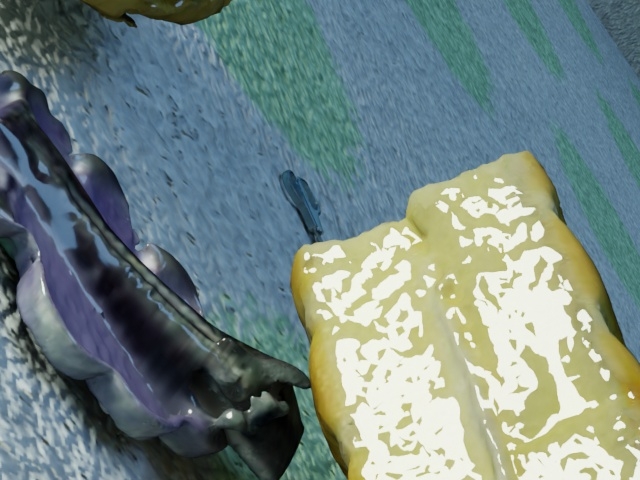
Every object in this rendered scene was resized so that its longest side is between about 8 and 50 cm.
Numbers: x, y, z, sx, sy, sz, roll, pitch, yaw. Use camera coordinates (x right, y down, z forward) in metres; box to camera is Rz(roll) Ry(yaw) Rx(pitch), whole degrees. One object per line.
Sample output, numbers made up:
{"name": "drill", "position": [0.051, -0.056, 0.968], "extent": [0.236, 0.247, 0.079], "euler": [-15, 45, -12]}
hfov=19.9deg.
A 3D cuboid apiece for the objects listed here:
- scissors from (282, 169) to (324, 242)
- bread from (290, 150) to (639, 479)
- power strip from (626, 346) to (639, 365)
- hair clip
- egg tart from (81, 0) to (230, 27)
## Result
{"name": "scissors", "position": [0.000, 0.000, 0.940], "extent": [0.036, 0.006, 0.083], "euler": [36, 28, -60]}
{"name": "bread", "position": [0.089, 0.140, 0.638], "extent": [0.246, 0.111, 0.239], "euler": [64, 7, -50]}
{"name": "power strip", "position": [0.157, 0.126, 1.099], "extent": [0.193, 0.059, 0.265], "euler": [46, 24, -32]}
{"name": "hair clip", "position": [-0.069, 0.007, 0.631], "extent": [0.195, 0.052, 0.124], "euler": [51, 11, -14]}
{"name": "egg tart", "position": [-0.094, -0.246, 0.721], "extent": [0.341, 0.129, 0.341], "euler": [-21, 114, -62]}
